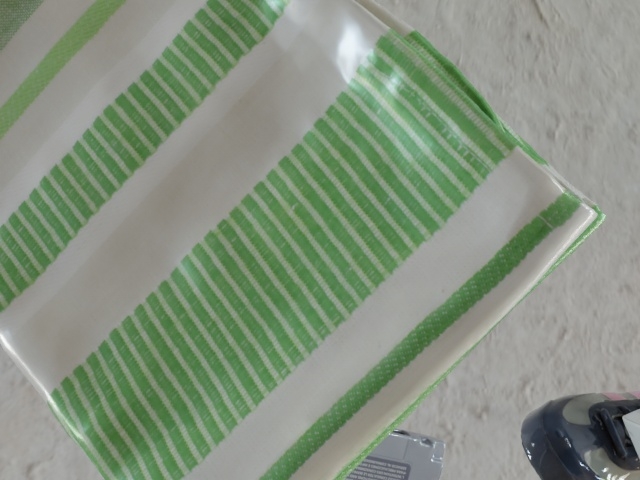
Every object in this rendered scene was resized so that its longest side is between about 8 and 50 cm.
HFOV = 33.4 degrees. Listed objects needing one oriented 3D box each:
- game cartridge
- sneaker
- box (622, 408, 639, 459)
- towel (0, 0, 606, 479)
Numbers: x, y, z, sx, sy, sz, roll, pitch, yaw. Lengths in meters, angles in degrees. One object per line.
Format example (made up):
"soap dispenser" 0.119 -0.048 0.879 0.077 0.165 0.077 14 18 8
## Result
"game cartridge" 0.009 0.332 1.423 0.294 0.060 0.196 15 87 -16
"sneaker" 0.326 0.174 1.006 0.131 0.319 0.112 -44 55 38
"box" 0.301 0.184 0.702 0.119 0.182 0.181 -22 83 4
"towel" -0.071 -0.037 0.490 0.248 0.038 0.325 -47 71 7
